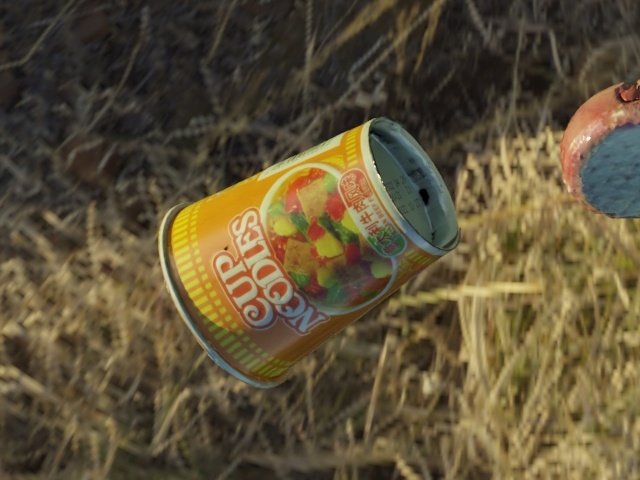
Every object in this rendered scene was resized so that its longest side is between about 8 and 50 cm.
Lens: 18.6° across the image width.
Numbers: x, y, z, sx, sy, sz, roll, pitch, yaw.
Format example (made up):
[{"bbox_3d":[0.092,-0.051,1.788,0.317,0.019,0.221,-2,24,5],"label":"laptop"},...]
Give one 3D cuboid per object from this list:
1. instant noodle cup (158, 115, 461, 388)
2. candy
[{"bbox_3d":[0.000,0.000,1.473,0.185,0.168,0.168,-30,102,25],"label":"instant noodle cup"},{"bbox_3d":[0.209,-0.059,1.288,0.103,0.043,0.103,-2,135,-2],"label":"candy"}]
